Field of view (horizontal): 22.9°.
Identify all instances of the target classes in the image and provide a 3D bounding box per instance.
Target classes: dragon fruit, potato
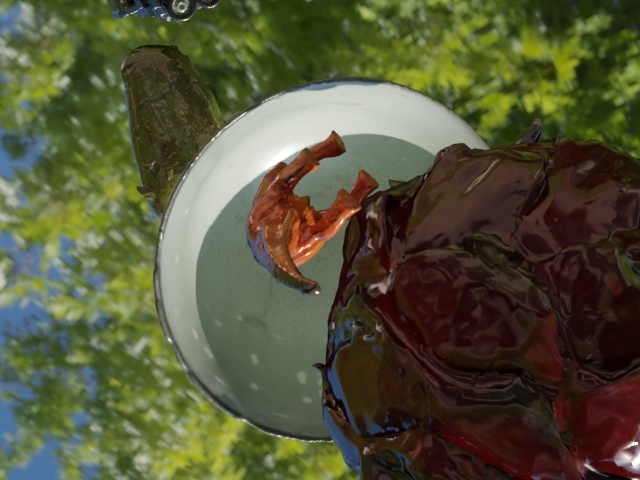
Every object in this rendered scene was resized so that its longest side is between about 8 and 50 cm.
[{"bbox_3d":[0.150,0.084,1.090,0.329,0.329,0.329,-11,-119,20],"label":"dragon fruit"},{"bbox_3d":[-0.142,-0.107,1.556,0.105,0.085,0.188,-23,-97,13],"label":"potato"}]

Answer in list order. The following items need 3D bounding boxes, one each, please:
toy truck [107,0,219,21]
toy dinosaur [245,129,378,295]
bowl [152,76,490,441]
[{"bbox_3d":[-0.129,-0.286,1.644,0.201,0.088,0.074,-28,-167,-12],"label":"toy truck"},{"bbox_3d":[-0.016,-0.021,1.000,0.101,0.279,0.055,-41,-81,14],"label":"toy dinosaur"},{"bbox_3d":[0.000,0.000,1.360,0.313,0.313,0.146,-42,-157,0],"label":"bowl"}]
